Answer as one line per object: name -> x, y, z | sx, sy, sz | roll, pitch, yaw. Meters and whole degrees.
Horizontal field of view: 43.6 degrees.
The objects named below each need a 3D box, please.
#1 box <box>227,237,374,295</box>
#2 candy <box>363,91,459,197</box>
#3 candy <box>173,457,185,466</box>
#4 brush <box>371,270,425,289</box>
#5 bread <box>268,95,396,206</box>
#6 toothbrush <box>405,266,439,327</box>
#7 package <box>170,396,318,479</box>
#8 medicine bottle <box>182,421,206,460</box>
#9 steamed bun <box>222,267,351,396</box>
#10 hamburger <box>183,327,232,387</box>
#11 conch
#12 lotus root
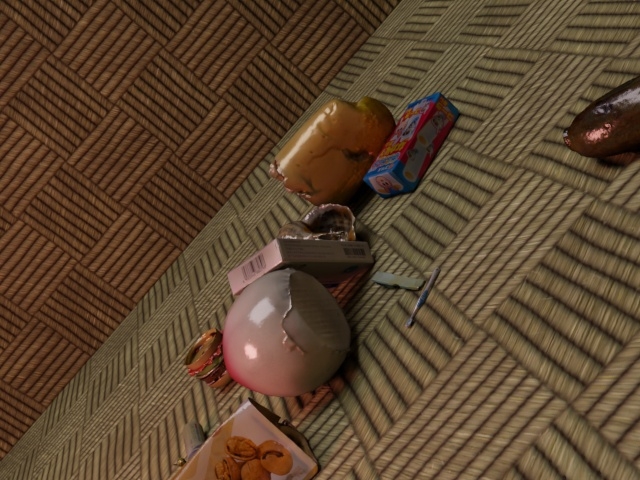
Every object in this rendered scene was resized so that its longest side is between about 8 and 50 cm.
box -> -0.045, 0.069, 2.036 | 0.200, 0.344, 0.065 | -35, 66, 37
candy -> 0.260, -0.271, 2.296 | 0.157, 0.100, 0.305 | -9, 45, 60
candy -> -0.393, 0.613, 2.206 | 0.083, 0.025, 0.023 | -31, 44, 56
brush -> 0.186, 0.101, 1.895 | 0.033, 0.030, 0.179 | -41, 26, -24
bread -> 0.063, -0.264, 2.446 | 0.394, 0.250, 0.361 | -44, -4, 5
toothbrush -> 0.227, 0.126, 1.779 | 0.162, 0.014, 0.017 | -59, 8, -25
package -> -0.177, 0.511, 1.729 | 0.311, 0.221, 0.165 | -49, -1, -1
medicine bottle -> -0.326, 0.554, 2.113 | 0.059, 0.059, 0.231 | -50, 20, 0
steamed bun -> -0.104, 0.235, 1.867 | 0.309, 0.309, 0.309 | -42, 21, 21
hamburger -> -0.298, 0.346, 2.310 | 0.175, 0.137, 0.175 | -44, 16, 16
conch -> 0.002, 0.013, 2.262 | 0.291, 0.158, 0.210 | 8, 38, 41
lotus root -> 0.581, -0.231, 1.517 | 0.124, 0.123, 0.241 | -28, -2, -43
